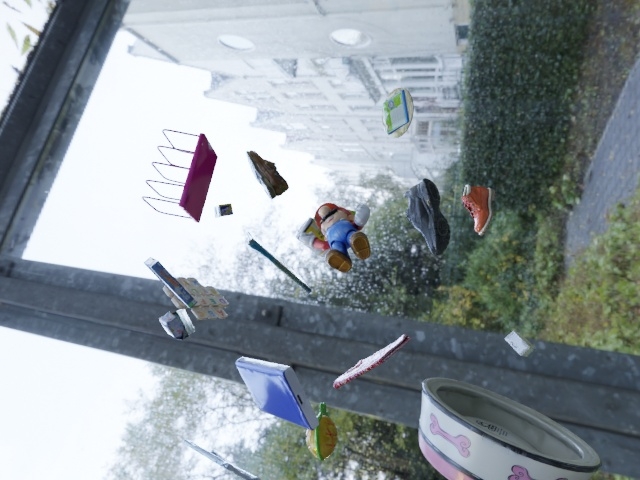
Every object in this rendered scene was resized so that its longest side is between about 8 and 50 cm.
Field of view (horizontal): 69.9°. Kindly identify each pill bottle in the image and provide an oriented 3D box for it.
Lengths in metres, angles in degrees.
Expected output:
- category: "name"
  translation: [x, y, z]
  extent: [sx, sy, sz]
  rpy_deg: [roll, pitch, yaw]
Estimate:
- category: "pill bottle"
  translation: [0.000, 0.000, 1.784]
  extent: [0.103, 0.184, 0.103]
  rpy_deg: [-51, 9, 12]

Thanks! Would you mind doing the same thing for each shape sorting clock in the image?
- category: "shape sorting clock"
  translation: [0.328, -0.541, 1.948]
  extent: [0.040, 0.206, 0.207]
  rpy_deg: [-2, -82, -33]

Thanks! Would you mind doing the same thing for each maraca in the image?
- category: "maraca"
  translation: [0.007, 0.611, 1.471]
  extent: [0.186, 0.099, 0.127]
  rpy_deg: [-76, -22, -60]

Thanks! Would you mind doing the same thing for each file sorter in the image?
- category: "file sorter"
  translation: [-0.536, -0.247, 1.747]
  extent: [0.202, 0.182, 0.291]
  rpy_deg: [83, -162, -75]

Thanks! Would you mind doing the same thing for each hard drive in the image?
- category: "hard drive"
  translation: [-0.150, 0.490, 1.492]
  extent: [0.040, 0.318, 0.211]
  rpy_deg: [-32, -78, -35]

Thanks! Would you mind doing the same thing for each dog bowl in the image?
- category: "dog bowl"
  translation: [0.418, 0.484, 1.088]
  extent: [0.408, 0.407, 0.151]
  rpy_deg: [12, -84, -70]

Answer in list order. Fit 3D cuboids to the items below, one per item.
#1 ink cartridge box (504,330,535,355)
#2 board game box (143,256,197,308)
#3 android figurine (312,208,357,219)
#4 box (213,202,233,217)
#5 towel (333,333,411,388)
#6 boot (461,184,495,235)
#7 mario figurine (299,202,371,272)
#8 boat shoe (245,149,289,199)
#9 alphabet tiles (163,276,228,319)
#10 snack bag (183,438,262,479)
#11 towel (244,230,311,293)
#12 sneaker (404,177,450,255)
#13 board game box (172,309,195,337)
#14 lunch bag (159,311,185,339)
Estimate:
- category: "ink cartridge box"
  translation: [0.794, 0.410, 1.819]
  extent: [0.052, 0.089, 0.122]
  rpy_deg: [-49, -36, 15]
- category: "board game box"
  translation: [-0.526, 0.147, 1.603]
  extent: [0.035, 0.136, 0.201]
  rpy_deg: [-45, -65, -20]
- category: "android figurine"
  translation: [0.050, -0.057, 2.001]
  extent: [0.272, 0.248, 0.056]
  rpy_deg: [12, -134, -49]
- category: "box"
  translation: [-0.439, -0.134, 2.063]
  extent: [0.169, 0.059, 0.054]
  rpy_deg: [179, 82, -69]
- category: "towel"
  translation: [0.177, 0.427, 1.612]
  extent: [0.198, 0.275, 0.031]
  rpy_deg: [-22, -106, -47]
- category: "boot"
  translation: [0.413, -0.084, 1.221]
  extent: [0.059, 0.084, 0.158]
  rpy_deg: [110, 178, -54]
- category: "mario figurine"
  translation: [0.040, -0.038, 1.381]
  extent: [0.321, 0.197, 0.170]
  rpy_deg: [-113, 21, -66]
- category: "boat shoe"
  translation: [-0.246, -0.314, 2.118]
  extent: [0.307, 0.104, 0.111]
  rpy_deg: [57, 166, 28]
- category: "alphabet tiles"
  translation: [-0.532, 0.241, 1.977]
  extent: [0.021, 0.278, 0.284]
  rpy_deg: [-56, -30, 14]
- category: "snack bag"
  translation: [-0.337, 0.863, 1.745]
  extent: [0.343, 0.322, 0.037]
  rpy_deg: [50, -123, -32]
- category: "towel"
  translation: [-0.207, 0.103, 2.166]
  extent: [0.040, 0.370, 0.271]
  rpy_deg: [-48, 16, -2]
- category: "sneaker"
  translation: [0.384, -0.076, 1.671]
  extent: [0.109, 0.130, 0.287]
  rpy_deg: [11, -117, -43]
- category: "board game box"
  translation: [-0.622, 0.376, 2.094]
  extent: [0.126, 0.026, 0.186]
  rpy_deg: [63, 173, 0]
- category: "lunch bag"
  translation: [-0.471, 0.277, 1.473]
  extent: [0.053, 0.071, 0.083]
  rpy_deg: [-35, -63, -30]
